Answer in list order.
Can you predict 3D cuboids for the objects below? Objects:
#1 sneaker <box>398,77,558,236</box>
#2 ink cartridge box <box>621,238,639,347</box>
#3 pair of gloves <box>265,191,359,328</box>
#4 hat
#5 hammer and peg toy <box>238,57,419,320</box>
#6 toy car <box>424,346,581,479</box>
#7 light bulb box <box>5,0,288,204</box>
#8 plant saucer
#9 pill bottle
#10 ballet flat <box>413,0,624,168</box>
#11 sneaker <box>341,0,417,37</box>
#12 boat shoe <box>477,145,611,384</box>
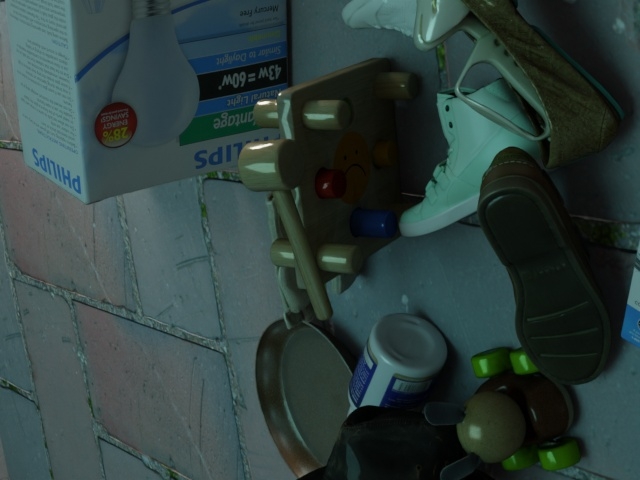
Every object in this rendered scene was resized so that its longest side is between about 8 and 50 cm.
[{"bbox_3d":[0.170,-0.106,1.517,0.256,0.094,0.151,-31,84,46],"label":"sneaker"},{"bbox_3d":[0.400,0.039,1.266,0.139,0.082,0.190,33,131,44],"label":"ink cartridge box"},{"bbox_3d":[0.000,0.000,1.705,0.042,0.240,0.204,3,109,27],"label":"pair of gloves"},{"bbox_3d":[0.096,0.285,1.606,0.331,0.331,0.134,12,104,53],"label":"hat"},{"bbox_3d":[0.003,-0.070,1.546,0.127,0.361,0.266,5,111,32],"label":"hammer and peg toy"},{"bbox_3d":[0.207,0.230,1.529,0.149,0.188,0.155,-16,91,56],"label":"toy car"},{"bbox_3d":[-0.251,-0.284,1.806,0.225,0.358,0.361,29,128,48],"label":"light bulb box"},{"bbox_3d":[0.001,0.265,1.968,0.310,0.050,0.310,29,127,47],"label":"plant saucer"},{"bbox_3d":[0.101,0.203,1.740,0.112,0.112,0.186,50,140,30],"label":"pill bottle"},{"bbox_3d":[0.182,-0.215,1.340,0.342,0.124,0.116,50,179,-3],"label":"ballet flat"},{"bbox_3d":[0.108,-0.287,1.552,0.212,0.080,0.094,-14,104,55],"label":"sneaker"},{"bbox_3d":[0.268,0.029,1.419,0.111,0.104,0.307,-10,124,20],"label":"boat shoe"}]
